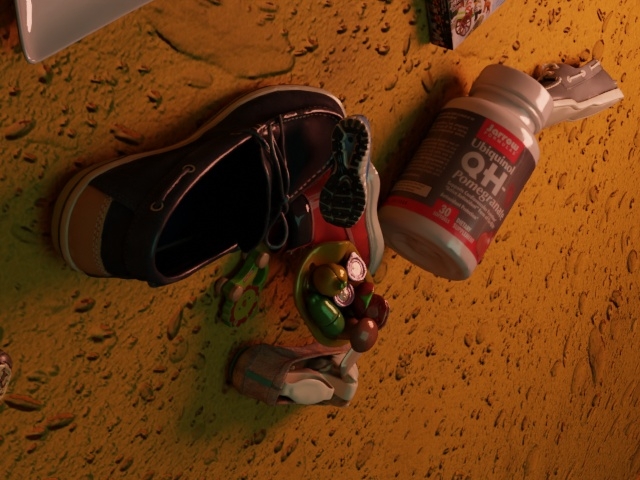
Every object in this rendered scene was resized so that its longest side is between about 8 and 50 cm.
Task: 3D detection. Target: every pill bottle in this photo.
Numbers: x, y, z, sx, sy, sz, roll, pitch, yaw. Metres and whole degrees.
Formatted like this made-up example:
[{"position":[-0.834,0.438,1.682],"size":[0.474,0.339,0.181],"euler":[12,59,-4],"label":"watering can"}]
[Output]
[{"position":[0.232,-0.112,2.182],"size":[0.318,0.176,0.176],"euler":[-58,146,-14],"label":"pill bottle"}]

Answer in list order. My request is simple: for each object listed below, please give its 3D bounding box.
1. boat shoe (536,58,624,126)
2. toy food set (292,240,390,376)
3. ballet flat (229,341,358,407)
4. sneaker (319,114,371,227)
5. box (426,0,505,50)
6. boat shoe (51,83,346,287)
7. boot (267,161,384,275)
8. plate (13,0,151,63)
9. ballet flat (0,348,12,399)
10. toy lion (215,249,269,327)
[{"position":[0.410,-0.260,2.456],"size":[0.319,0.116,0.099],"euler":[-15,78,-44],"label":"boat shoe"},{"position":[0.048,0.096,1.986],"size":[0.128,0.071,0.218],"euler":[-47,132,-20],"label":"toy food set"},{"position":[-0.010,0.211,2.089],"size":[0.316,0.106,0.107],"euler":[1,108,-56],"label":"ballet flat"},{"position":[0.044,-0.092,1.850],"size":[0.073,0.063,0.162],"euler":[-52,157,-63],"label":"sneaker"},{"position":[0.242,-0.419,2.132],"size":[0.233,0.044,0.159],"euler":[-45,142,-31],"label":"box"},{"position":[-0.107,-0.066,1.739],"size":[0.500,0.156,0.187],"euler":[-27,130,-48],"label":"boat shoe"},{"position":[0.000,0.000,2.016],"size":[0.176,0.088,0.244],"euler":[-33,144,-21],"label":"boot"},{"position":[-0.240,-0.363,1.467],"size":[0.277,0.045,0.278],"euler":[-37,137,-37],"label":"plate"},{"position":[-0.417,0.231,1.556],"size":[0.250,0.058,0.084],"euler":[-55,146,-19],"label":"ballet flat"},{"position":[-0.105,0.070,1.942],"size":[0.100,0.034,0.096],"euler":[-52,151,-23],"label":"toy lion"}]
